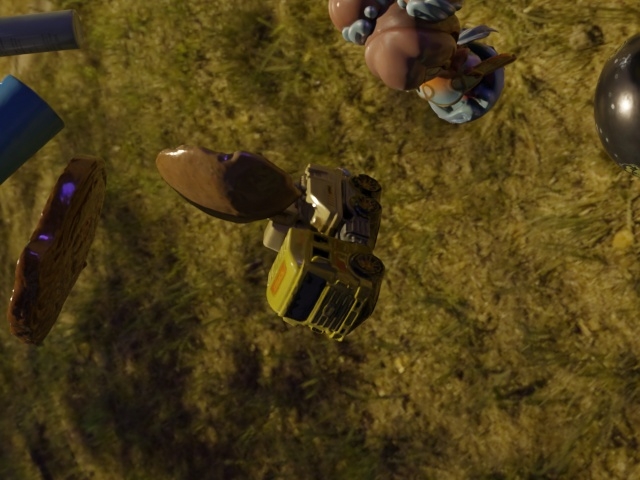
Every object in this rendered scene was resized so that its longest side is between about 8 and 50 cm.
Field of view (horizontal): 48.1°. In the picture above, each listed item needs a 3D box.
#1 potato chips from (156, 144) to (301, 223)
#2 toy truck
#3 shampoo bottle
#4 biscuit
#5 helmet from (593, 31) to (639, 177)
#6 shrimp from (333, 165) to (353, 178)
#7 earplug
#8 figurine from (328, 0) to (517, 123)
[{"bbox_3d":[-0.113,-0.060,0.895,0.208,0.195,0.062,0,74,53],"label":"potato chips"},{"bbox_3d":[0.000,0.000,1.474,0.405,0.254,0.181,-88,17,-52],"label":"toy truck"},{"bbox_3d":[-0.436,-0.286,1.002,0.056,0.195,0.056,173,90,-86],"label":"shampoo bottle"},{"bbox_3d":[-0.356,0.014,0.993,0.049,0.257,0.273,20,147,-7],"label":"biscuit"},{"bbox_3d":[0.504,-0.199,1.100,0.160,0.230,0.279,7,80,19],"label":"helmet"},{"bbox_3d":[0.059,-0.091,1.836,0.079,0.090,0.233,43,150,36],"label":"shrimp"},{"bbox_3d":[-0.605,-0.156,1.291,0.132,0.273,0.132,37,167,10],"label":"earplug"},{"bbox_3d":[0.221,-0.398,1.439,0.276,0.388,0.248,-10,80,35],"label":"figurine"}]
